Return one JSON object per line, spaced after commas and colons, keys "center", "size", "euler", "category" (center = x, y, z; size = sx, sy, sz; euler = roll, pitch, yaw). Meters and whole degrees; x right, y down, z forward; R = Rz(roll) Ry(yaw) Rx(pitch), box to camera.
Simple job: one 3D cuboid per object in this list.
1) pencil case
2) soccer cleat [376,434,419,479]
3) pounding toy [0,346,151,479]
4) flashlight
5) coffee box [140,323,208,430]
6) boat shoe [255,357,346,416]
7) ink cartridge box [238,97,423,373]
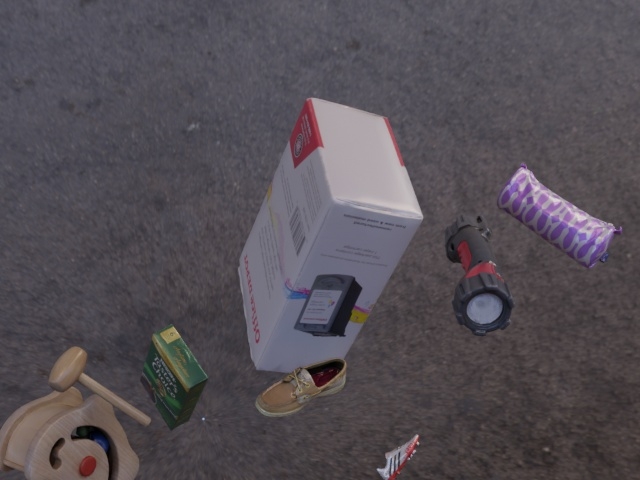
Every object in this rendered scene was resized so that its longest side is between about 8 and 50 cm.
{"center": [0.396, -0.040, 1.415], "size": [0.206, 0.086, 0.088], "euler": [37, 92, 19], "category": "pencil case"}
{"center": [0.118, 0.323, 1.272], "size": [0.035, 0.029, 0.083], "euler": [34, 86, 15], "category": "soccer cleat"}
{"center": [-0.328, 0.292, 1.157], "size": [0.154, 0.270, 0.154], "euler": [8, 40, 31], "category": "pounding toy"}
{"center": [0.272, 0.054, 1.521], "size": [0.103, 0.304, 0.103], "euler": [3, 114, -2], "category": "flashlight"}
{"center": [-0.245, 0.228, 1.392], "size": [0.040, 0.184, 0.113], "euler": [-25, 70, -32], "category": "coffee box"}
{"center": [-0.023, 0.182, 1.079], "size": [0.135, 0.045, 0.050], "euler": [-19, 49, -37], "category": "boat shoe"}
{"center": [0.000, 0.000, 1.143], "size": [0.131, 0.306, 0.226], "euler": [9, 40, -20], "category": "ink cartridge box"}
